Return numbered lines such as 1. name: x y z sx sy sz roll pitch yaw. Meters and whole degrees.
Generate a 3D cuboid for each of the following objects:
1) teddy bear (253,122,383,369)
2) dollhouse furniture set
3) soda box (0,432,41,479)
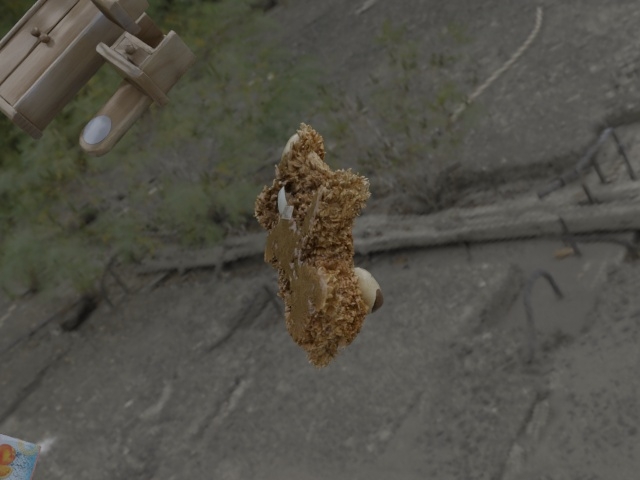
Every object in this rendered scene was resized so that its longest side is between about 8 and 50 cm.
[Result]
1. teddy bear: 0.000 0.000 1.193 0.245 0.113 0.338 -69 27 21
2. dollhouse furniture set: -0.338 -0.264 0.861 0.303 0.355 0.174 36 83 34
3. soda box: -0.322 0.275 0.852 0.063 0.058 0.183 -26 45 49
